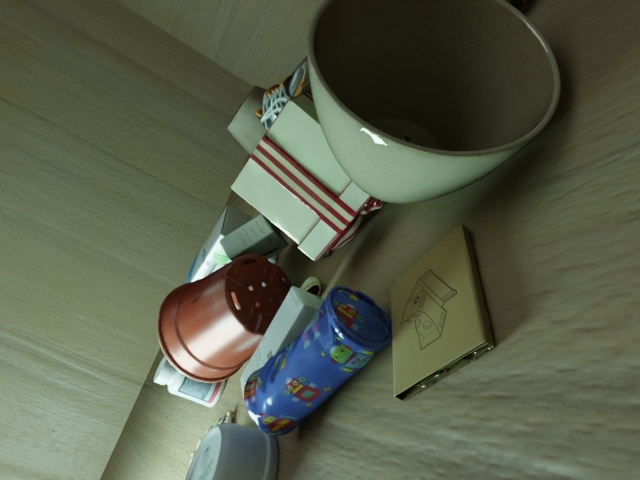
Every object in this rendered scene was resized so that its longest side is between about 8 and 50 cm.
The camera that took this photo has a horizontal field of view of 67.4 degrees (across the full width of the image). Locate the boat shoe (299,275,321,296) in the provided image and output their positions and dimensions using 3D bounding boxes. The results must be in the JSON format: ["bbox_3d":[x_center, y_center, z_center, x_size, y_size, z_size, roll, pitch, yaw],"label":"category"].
[{"bbox_3d":[-0.042,0.141,1.057,0.136,0.050,0.045,-60,14,8],"label":"boat shoe"}]

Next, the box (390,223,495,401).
[{"bbox_3d":[0.153,0.095,0.655,0.164,0.021,0.201,-47,24,37],"label":"box"}]

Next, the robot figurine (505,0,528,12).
[{"bbox_3d":[0.340,-0.480,0.858,0.291,0.085,0.211,-53,22,26],"label":"robot figurine"}]

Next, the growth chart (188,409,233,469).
[{"bbox_3d":[-0.277,0.527,1.183,0.237,0.021,0.172,-53,20,26],"label":"growth chart"}]

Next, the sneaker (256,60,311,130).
[{"bbox_3d":[-0.076,-0.293,0.993,0.084,0.083,0.215,-48,2,-37],"label":"sneaker"}]

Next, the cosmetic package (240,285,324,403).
[{"bbox_3d":[-0.069,0.220,0.967,0.231,0.085,0.117,-62,19,4],"label":"cosmetic package"}]

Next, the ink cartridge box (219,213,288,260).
[{"bbox_3d":[-0.120,-0.022,1.269,0.238,0.060,0.275,-32,-9,-1],"label":"ink cartridge box"}]

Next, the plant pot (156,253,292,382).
[{"bbox_3d":[-0.213,0.177,1.169,0.265,0.272,0.273,-34,33,39],"label":"plant pot"}]

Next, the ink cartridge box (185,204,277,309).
[{"bbox_3d":[-0.288,0.069,1.568,0.270,0.198,0.197,-54,20,25],"label":"ink cartridge box"}]

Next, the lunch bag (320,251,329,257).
[{"bbox_3d":[0.000,0.000,1.139,0.071,0.053,0.083,-66,10,-15],"label":"lunch bag"}]

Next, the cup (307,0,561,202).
[{"bbox_3d":[0.137,-0.188,0.716,0.237,0.330,0.331,101,-174,-62],"label":"cup"}]

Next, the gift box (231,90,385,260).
[{"bbox_3d":[0.023,-0.147,0.984,0.255,0.258,0.276,-49,1,33],"label":"gift box"}]

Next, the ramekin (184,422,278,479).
[{"bbox_3d":[-0.176,0.445,0.895,0.207,0.108,0.207,-52,22,30],"label":"ramekin"}]

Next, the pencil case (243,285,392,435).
[{"bbox_3d":[-0.013,0.200,0.794,0.306,0.119,0.133,-50,11,32],"label":"pencil case"}]

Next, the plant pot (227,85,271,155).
[{"bbox_3d":[-0.182,-0.413,1.790,0.323,0.280,0.323,-49,20,24],"label":"plant pot"}]

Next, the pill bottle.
[{"bbox_3d":[-0.370,0.393,1.363,0.108,0.180,0.108,-50,22,29],"label":"pill bottle"}]
